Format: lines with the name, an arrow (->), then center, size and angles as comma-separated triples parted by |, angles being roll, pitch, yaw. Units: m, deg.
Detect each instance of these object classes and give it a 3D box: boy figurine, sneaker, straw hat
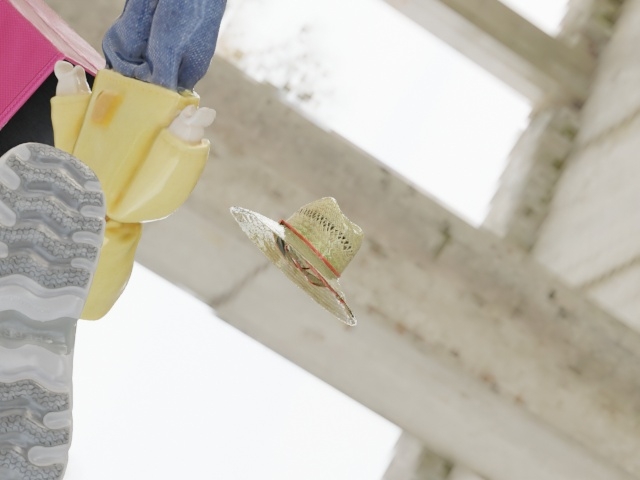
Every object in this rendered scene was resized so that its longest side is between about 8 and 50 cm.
boy figurine -> -0.149, -0.083, 1.269 | 0.177, 0.092, 0.285 | 29, -79, 43
sneaker -> -0.199, 0.087, 1.012 | 0.115, 0.105, 0.281 | -29, -142, 58
straw hat -> 0.000, 0.000, 1.353 | 0.061, 0.144, 0.144 | -47, -168, -9

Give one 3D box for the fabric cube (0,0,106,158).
fabric cube -> -0.360, -0.135, 1.695 | 0.254, 0.258, 0.259 | -49, 161, 4
